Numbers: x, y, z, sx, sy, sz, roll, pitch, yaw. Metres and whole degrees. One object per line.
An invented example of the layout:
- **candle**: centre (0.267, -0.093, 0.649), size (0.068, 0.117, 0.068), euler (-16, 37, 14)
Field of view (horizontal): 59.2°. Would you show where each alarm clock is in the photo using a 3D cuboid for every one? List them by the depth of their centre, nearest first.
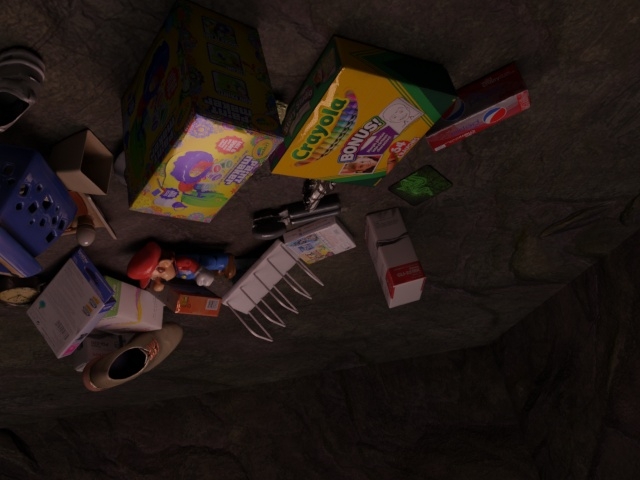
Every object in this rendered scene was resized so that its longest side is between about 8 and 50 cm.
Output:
- **alarm clock**: centre (-0.925, 0.158, 1.722), size (0.129, 0.064, 0.192), euler (12, 140, -42)

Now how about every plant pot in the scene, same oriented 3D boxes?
- **plant pot**: centre (-0.695, -0.059, 1.188), size (0.235, 0.212, 0.236), euler (9, 153, 4)
- **plant pot**: centre (-0.541, -0.168, 1.260), size (0.096, 0.109, 0.109), euler (-6, 154, 11)

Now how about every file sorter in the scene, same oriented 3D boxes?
- **file sorter**: centre (-0.148, 0.173, 1.877), size (0.278, 0.173, 0.193), euler (-47, 156, -1)

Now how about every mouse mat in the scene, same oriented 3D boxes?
- **mouse mat**: centre (0.317, -0.169, 1.774), size (0.152, 0.007, 0.189), euler (-30, 148, 27)

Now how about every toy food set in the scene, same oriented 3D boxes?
- **toy food set**: centre (-0.703, -0.035, 1.433), size (0.306, 0.092, 0.220), euler (-12, 153, -6)

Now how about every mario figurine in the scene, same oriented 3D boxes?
- **mario figurine**: centre (-0.435, 0.104, 1.746), size (0.320, 0.170, 0.198), euler (1, 147, -32)

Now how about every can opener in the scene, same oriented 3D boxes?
- **can opener**: centre (-0.071, -0.064, 1.701), size (0.280, 0.093, 0.074), euler (-17, 152, -6)

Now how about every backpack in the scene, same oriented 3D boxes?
- **backpack**: centre (-0.258, 0.109, 1.934), size (0.114, 0.084, 0.105), euler (-8, 155, -18)

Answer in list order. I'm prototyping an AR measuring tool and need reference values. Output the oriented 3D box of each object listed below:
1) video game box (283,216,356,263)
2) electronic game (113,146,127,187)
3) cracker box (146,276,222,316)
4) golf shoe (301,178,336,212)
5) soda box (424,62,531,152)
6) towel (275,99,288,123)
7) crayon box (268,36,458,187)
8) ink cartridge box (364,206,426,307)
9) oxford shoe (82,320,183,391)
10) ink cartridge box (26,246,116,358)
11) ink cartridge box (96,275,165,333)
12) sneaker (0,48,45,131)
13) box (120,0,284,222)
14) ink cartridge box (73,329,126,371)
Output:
- **video game box**: centre (0.000, 0.000, 1.894), size (0.187, 0.048, 0.205), euler (-23, 151, 12)
- **electronic game**: centre (-0.380, -0.181, 1.364), size (0.229, 0.048, 0.229), euler (-13, 153, -7)
- **cracker box**: centre (-0.447, 0.174, 1.838), size (0.155, 0.067, 0.232), euler (12, -174, -42)
- **golf shoe**: centre (0.000, -0.144, 1.590), size (0.093, 0.077, 0.198), euler (-7, 153, -14)
- **soda box**: centre (0.380, -0.328, 1.408), size (0.263, 0.092, 0.083), euler (-24, 151, 18)
- **towel**: centre (-0.154, -0.288, 1.281), size (0.148, 0.027, 0.110), euler (5, 149, -18)
- **crayon box**: centre (0.086, -0.280, 1.339), size (0.313, 0.106, 0.363), euler (3, 148, -30)
- **ink cartridge box**: centre (0.242, 0.057, 1.877), size (0.114, 0.273, 0.197), euler (-16, 153, -5)
- **oxford shoe**: centre (-0.596, 0.388, 1.911), size (0.146, 0.141, 0.397), euler (-16, -168, 38)
- **ink cartridge box**: centre (-0.731, 0.183, 1.677), size (0.311, 0.186, 0.065), euler (-45, 167, 21)
- **ink cartridge box**: centre (-0.671, 0.233, 1.887), size (0.207, 0.119, 0.353), euler (-11, 156, 23)
- **sneaker**: centre (-0.633, -0.245, 1.044), size (0.281, 0.115, 0.105), euler (-26, 151, 21)
- **box**: centre (-0.239, -0.234, 1.081), size (0.177, 0.279, 0.290), euler (9, 144, -38)
- **ink cartridge box**: centre (-0.777, 0.346, 1.981), size (0.092, 0.218, 0.158), euler (-30, 149, 29)
